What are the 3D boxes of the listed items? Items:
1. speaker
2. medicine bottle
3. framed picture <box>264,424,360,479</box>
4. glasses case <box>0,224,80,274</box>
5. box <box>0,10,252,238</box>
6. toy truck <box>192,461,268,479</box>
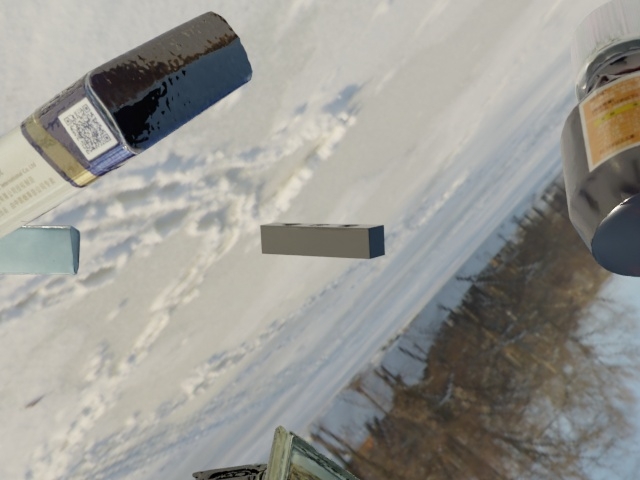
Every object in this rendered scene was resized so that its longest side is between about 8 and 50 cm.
[{"bbox_3d":[0.000,0.000,1.171,0.040,0.191,0.046,-11,100,-53],"label":"speaker"},{"bbox_3d":[0.441,-0.164,1.135,0.242,0.243,0.395,120,-23,-50],"label":"medicine bottle"},{"bbox_3d":[0.056,0.296,0.693,0.017,0.274,0.217,-44,-161,26],"label":"framed picture"},{"bbox_3d":[-0.613,0.015,1.643,0.056,0.266,0.105,-84,174,-75],"label":"glasses case"},{"bbox_3d":[-0.193,-0.087,0.693,0.259,0.071,0.168,-23,-165,40],"label":"box"},{"bbox_3d":[-0.070,0.341,0.760,0.127,0.257,0.127,-14,139,17],"label":"toy truck"}]
